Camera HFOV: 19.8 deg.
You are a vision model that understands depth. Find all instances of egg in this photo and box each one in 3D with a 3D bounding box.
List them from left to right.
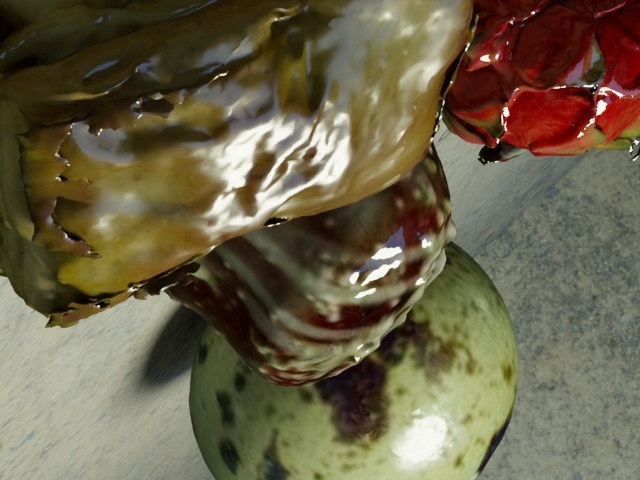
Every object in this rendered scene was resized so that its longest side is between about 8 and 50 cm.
[{"bbox_3d":[0.030,0.160,2.022,0.345,0.345,0.428,-36,170,-40],"label":"egg"}]

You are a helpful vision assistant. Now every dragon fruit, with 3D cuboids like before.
[{"bbox_3d":[0.209,-0.171,1.590,0.293,0.233,0.234,23,118,-43],"label":"dragon fruit"}]

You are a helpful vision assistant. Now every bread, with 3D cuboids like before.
[{"bbox_3d":[-0.041,-0.103,1.011,0.324,0.167,0.277,-35,153,-24],"label":"bread"}]

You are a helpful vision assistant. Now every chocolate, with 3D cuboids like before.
[{"bbox_3d":[0.000,0.000,1.629,0.225,0.210,0.340,-33,165,-39],"label":"chocolate"}]

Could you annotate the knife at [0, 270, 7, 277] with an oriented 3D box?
[{"bbox_3d":[-0.204,0.016,1.266,0.061,0.027,0.343,-17,180,0],"label":"knife"}]
